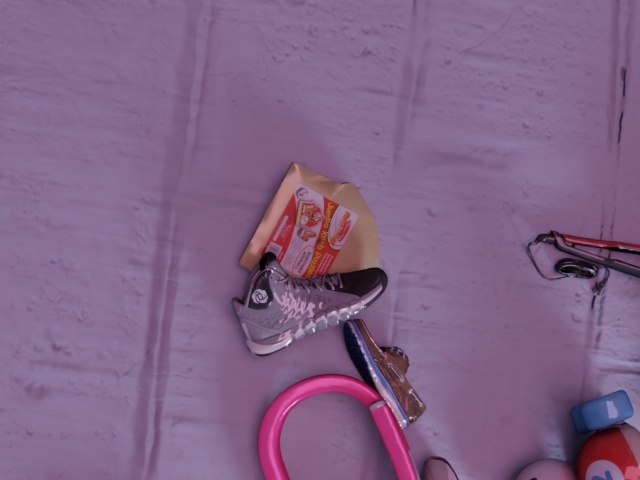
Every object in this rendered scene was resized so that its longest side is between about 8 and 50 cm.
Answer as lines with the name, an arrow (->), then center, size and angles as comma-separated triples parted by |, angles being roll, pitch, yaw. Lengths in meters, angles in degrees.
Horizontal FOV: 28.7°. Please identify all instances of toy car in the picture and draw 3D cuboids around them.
toy car -> 0.364, 0.363, 1.818 | 0.238, 0.210, 0.219 | -21, 78, 1

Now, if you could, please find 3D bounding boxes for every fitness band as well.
fitness band -> 0.029, 0.335, 1.790 | 0.209, 0.054, 0.291 | -22, 84, 6

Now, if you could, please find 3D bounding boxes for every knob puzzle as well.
knob puzzle -> 0.000, 0.000, 1.856 | 0.213, 0.030, 0.213 | -2, 99, -14

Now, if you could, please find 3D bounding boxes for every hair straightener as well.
hair straightener -> 0.425, 0.039, 1.924 | 0.230, 0.047, 0.089 | 11, 83, -9

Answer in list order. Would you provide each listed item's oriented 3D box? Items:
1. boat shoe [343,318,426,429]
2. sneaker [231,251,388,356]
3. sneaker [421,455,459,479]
boat shoe -> 0.095, 0.188, 1.846 | 0.066, 0.066, 0.183 | -30, 101, -16
sneaker -> -0.023, 0.063, 1.800 | 0.228, 0.086, 0.132 | -27, 105, -6
sneaker -> 0.140, 0.444, 1.813 | 0.121, 0.099, 0.262 | 5, 83, -6
